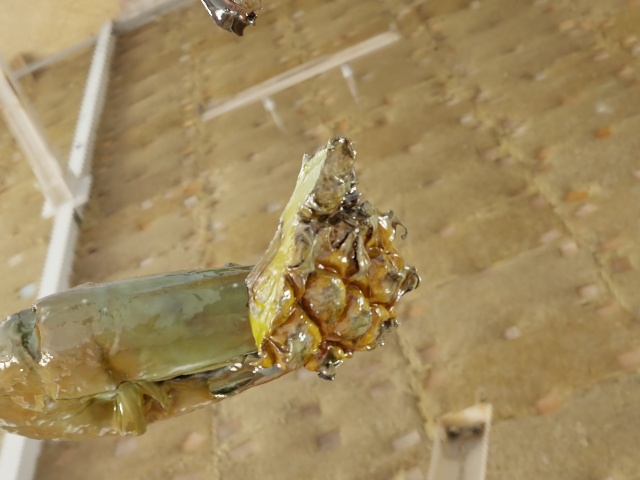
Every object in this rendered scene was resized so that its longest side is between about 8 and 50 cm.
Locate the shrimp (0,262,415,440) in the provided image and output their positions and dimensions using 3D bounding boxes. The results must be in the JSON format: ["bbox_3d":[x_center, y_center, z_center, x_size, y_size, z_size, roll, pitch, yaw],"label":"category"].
[{"bbox_3d":[-0.071,0.062,0.647,0.267,0.145,0.061,-20,-128,-4],"label":"shrimp"}]

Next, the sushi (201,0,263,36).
[{"bbox_3d":[-0.119,-0.302,1.112,0.226,0.097,0.103,45,-140,18],"label":"sushi"}]

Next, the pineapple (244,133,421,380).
[{"bbox_3d":[0.000,0.000,0.547,0.077,0.114,0.114,22,-155,39],"label":"pineapple"}]
